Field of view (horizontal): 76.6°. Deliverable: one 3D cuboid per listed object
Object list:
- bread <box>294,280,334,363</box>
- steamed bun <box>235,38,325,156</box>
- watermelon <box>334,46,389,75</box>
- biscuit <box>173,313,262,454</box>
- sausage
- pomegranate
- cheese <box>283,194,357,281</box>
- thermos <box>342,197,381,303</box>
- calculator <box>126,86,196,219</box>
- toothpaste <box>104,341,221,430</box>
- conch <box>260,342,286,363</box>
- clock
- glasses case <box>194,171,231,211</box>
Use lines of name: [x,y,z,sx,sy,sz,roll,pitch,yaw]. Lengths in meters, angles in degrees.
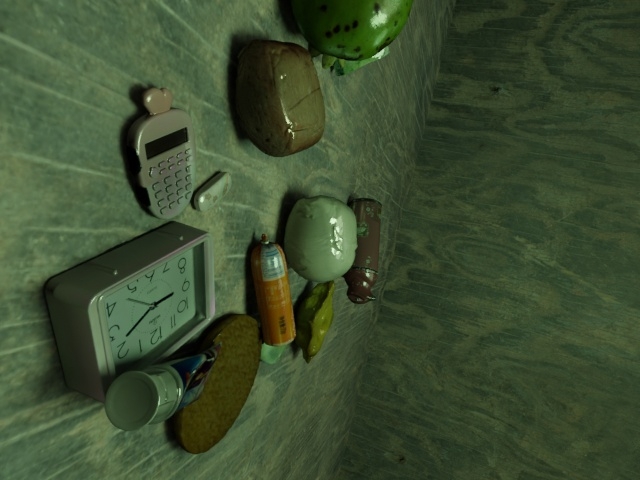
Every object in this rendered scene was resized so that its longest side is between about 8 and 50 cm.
bread: [-0.021,0.230,1.144,0.161,0.088,0.233,-48,150,-45]
steamed bun: [-0.070,-0.223,0.644,0.145,0.106,0.175,-41,128,-51]
watermelon: [0.097,-0.465,0.941,0.098,0.121,0.158,66,32,-28]
biscuit: [-0.185,0.260,0.756,0.262,0.037,0.262,15,90,-71]
sausage: [-0.096,0.097,0.809,0.071,0.071,0.234,-45,135,-57]
pomegranate: [0.044,-0.409,0.712,0.211,0.211,0.263,-71,-166,-15]
cheese: [0.000,0.000,0.915,0.198,0.154,0.189,8,78,-67]
thermos: [0.119,0.035,1.285,0.109,0.136,0.330,129,-31,-69]
calculator: [-0.191,-0.103,0.495,0.103,0.024,0.166,-50,151,-51]
toothpaste: [-0.182,0.186,0.531,0.266,0.061,0.096,81,32,-78]
conch: [-0.105,0.226,0.921,0.088,0.065,0.180,-53,156,-51]
clock: [-0.213,0.076,0.498,0.197,0.063,0.150,-43,143,-58]
glasses case: [-0.160,-0.073,0.607,0.083,0.021,0.032,-56,156,-45]
